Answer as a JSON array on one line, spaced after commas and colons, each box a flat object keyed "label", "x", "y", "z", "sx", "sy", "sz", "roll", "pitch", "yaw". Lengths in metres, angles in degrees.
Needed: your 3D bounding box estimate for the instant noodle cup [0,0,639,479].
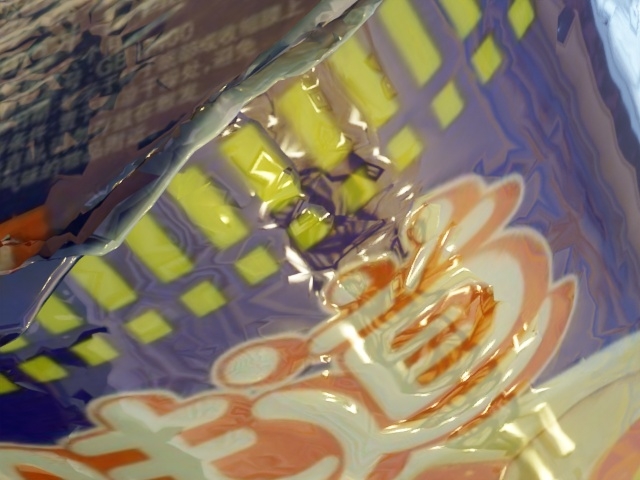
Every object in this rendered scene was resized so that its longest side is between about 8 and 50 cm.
[{"label": "instant noodle cup", "x": 0.000, "y": 0.000, "z": 0.504, "sx": 0.284, "sy": 0.284, "sz": 0.312, "roll": -54, "pitch": 133, "yaw": -18}]
